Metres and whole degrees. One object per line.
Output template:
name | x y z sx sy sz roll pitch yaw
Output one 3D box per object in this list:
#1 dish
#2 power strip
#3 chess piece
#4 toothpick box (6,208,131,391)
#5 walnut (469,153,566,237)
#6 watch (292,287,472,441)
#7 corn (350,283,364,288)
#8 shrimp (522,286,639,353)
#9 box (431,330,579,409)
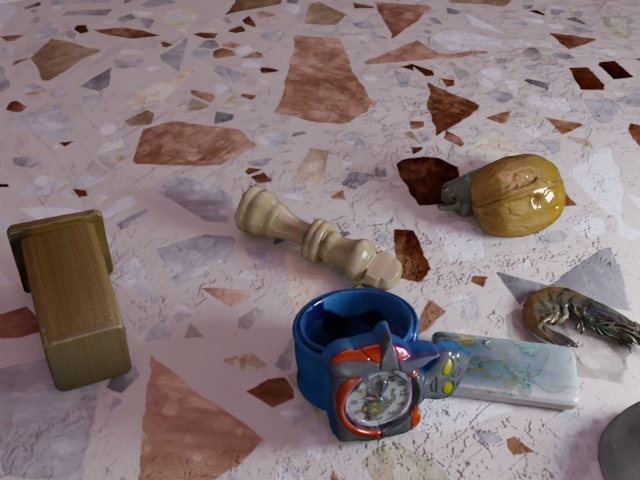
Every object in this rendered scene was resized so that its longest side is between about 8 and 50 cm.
dish | 0.641 0.370 1.356 0.302 0.120 0.303 1 43 -1
power strip | 0.394 -0.130 1.942 0.287 0.053 0.093 -24 50 -26
chess piece | 0.000 0.000 1.731 0.397 0.117 0.117 25 46 21
toothpick box | -0.483 0.117 1.528 0.190 0.188 0.308 -13 48 -18
walnut | 0.460 -0.105 1.820 0.225 0.193 0.193 -7 43 -13
watch | 0.106 0.198 1.453 0.305 0.242 0.274 -13 31 -17
corn | 0.062 0.121 1.665 0.028 0.027 0.083 -3 27 46
shrimp | 0.557 0.184 1.605 0.295 0.058 0.169 24 48 29
box | 0.357 0.252 1.527 0.284 0.044 0.142 7 46 4
